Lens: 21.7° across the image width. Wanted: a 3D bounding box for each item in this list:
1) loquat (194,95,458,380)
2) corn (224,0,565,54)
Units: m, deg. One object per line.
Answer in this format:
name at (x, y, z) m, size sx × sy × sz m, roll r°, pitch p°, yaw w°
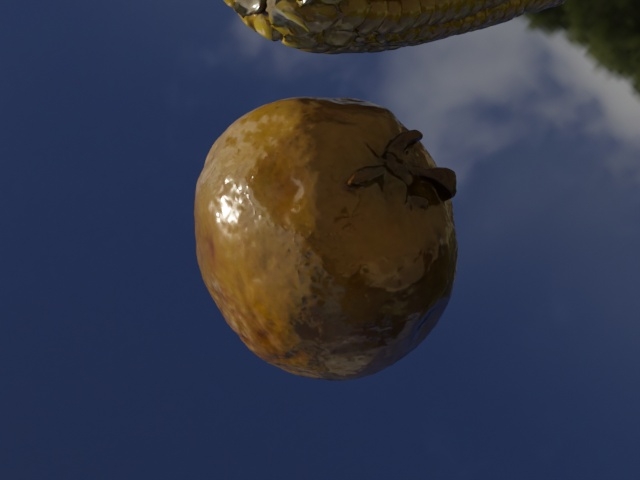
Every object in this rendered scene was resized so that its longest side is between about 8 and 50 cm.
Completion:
loquat at (0.000, 0.000, 1.289) m, size 0.193 × 0.238 × 0.238 m, roll -9°, pitch -115°, yaw -34°
corn at (0.073, -0.138, 0.719) m, size 0.102 × 0.102 × 0.313 m, roll 53°, pitch -141°, yaw 10°
